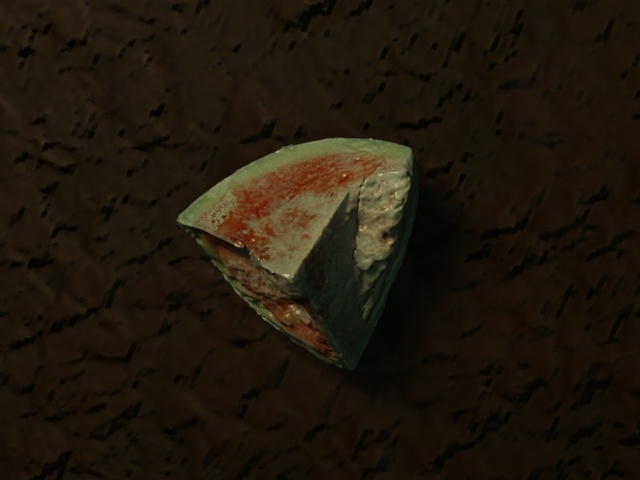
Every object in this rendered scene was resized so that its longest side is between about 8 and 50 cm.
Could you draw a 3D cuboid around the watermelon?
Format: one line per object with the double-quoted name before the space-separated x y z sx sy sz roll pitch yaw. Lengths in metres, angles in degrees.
"watermelon" 0.000 0.000 0.521 0.085 0.061 0.085 2 109 6
